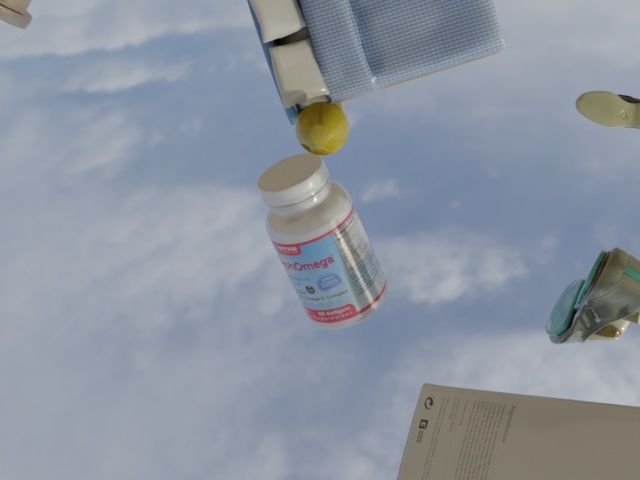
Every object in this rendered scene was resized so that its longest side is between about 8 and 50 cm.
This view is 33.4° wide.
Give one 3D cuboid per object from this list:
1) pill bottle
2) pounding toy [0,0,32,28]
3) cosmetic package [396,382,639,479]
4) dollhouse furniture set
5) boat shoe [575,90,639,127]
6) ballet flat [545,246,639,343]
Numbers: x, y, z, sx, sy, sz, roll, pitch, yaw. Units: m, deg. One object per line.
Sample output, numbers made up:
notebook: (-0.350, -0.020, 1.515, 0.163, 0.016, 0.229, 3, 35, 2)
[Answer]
pill bottle: (0.000, 0.000, 1.026, 0.087, 0.160, 0.087, -19, -151, 11)
pounding toy: (-0.342, -0.325, 1.092, 0.269, 0.154, 0.155, 37, -81, 21)
cosmetic package: (0.267, 0.242, 1.017, 0.365, 0.197, 0.155, -2, -114, 53)
dollhouse furniture set: (0.067, -0.231, 0.794, 0.286, 0.303, 0.198, -14, -165, 10)
boat shoe: (0.419, -0.181, 1.500, 0.133, 0.049, 0.042, 7, -174, -8)
ballet flat: (0.260, 0.065, 0.983, 0.068, 0.213, 0.072, 26, -105, 8)
